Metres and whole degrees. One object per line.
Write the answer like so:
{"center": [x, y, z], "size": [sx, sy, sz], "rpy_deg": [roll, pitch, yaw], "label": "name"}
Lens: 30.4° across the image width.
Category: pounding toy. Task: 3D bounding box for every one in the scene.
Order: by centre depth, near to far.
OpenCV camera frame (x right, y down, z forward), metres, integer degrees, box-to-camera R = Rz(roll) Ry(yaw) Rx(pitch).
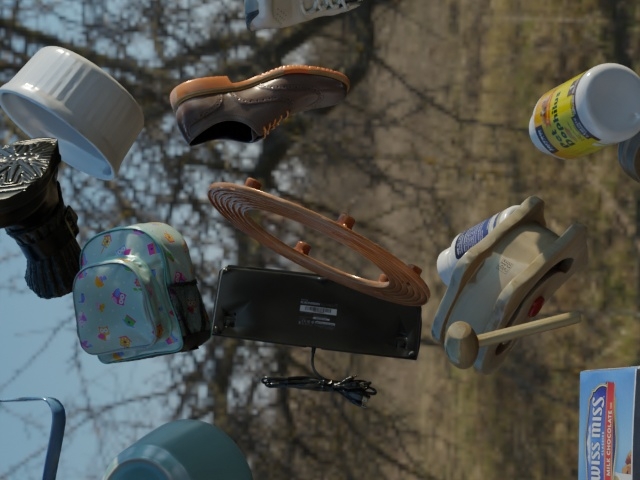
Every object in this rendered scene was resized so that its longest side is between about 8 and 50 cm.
{"center": [0.235, 0.085, 1.368], "size": [0.269, 0.155, 0.154], "rpy_deg": [-39, -30, -30], "label": "pounding toy"}

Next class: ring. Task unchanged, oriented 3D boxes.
{"center": [0.000, 0.000, 1.601], "size": [0.032, 0.337, 0.336], "rpy_deg": [-63, -6, -11], "label": "ring"}

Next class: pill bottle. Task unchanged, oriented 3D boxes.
{"center": [0.257, 0.018, 1.788], "size": [0.169, 0.094, 0.094], "rpy_deg": [-31, 49, 48], "label": "pill bottle"}
{"center": [0.399, -0.189, 1.790], "size": [0.215, 0.117, 0.117], "rpy_deg": [154, 118, -74], "label": "pill bottle"}

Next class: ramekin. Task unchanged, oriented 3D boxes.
{"center": [-0.479, -0.253, 2.299], "size": [0.135, 0.277, 0.277], "rpy_deg": [-57, -11, -17], "label": "ramekin"}

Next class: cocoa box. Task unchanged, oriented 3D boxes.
{"center": [0.555, 0.297, 1.607], "size": [0.228, 0.347, 0.231], "rpy_deg": [164, 112, -64], "label": "cocoa box"}

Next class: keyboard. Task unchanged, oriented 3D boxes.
{"center": [-0.008, 0.146, 1.768], "size": [0.033, 0.317, 0.201], "rpy_deg": [94, -176, -65], "label": "keyboard"}

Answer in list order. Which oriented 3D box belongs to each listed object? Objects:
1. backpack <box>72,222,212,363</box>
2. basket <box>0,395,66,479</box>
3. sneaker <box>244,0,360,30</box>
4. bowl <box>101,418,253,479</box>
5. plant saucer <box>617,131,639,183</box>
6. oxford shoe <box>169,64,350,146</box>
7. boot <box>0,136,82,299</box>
{"center": [-0.255, 0.069, 1.622], "size": [0.144, 0.166, 0.188], "rpy_deg": [1, -102, -60], "label": "backpack"}
{"center": [-0.458, 0.350, 1.585], "size": [0.201, 0.255, 0.288], "rpy_deg": [12, -101, -56], "label": "basket"}
{"center": [-0.013, -0.358, 1.637], "size": [0.297, 0.129, 0.111], "rpy_deg": [-42, -42, -55], "label": "sneaker"}
{"center": [-0.291, 0.490, 2.193], "size": [0.163, 0.312, 0.311], "rpy_deg": [16, -106, -62], "label": "bowl"}
{"center": [0.700, -0.183, 2.209], "size": [0.278, 0.278, 0.041], "rpy_deg": [90, 173, -52], "label": "plant saucer"}
{"center": [-0.110, -0.257, 2.345], "size": [0.130, 0.364, 0.132], "rpy_deg": [103, 154, -64], "label": "oxford shoe"}
{"center": [-0.483, -0.013, 1.968], "size": [0.348, 0.131, 0.260], "rpy_deg": [-78, -16, -71], "label": "boot"}
